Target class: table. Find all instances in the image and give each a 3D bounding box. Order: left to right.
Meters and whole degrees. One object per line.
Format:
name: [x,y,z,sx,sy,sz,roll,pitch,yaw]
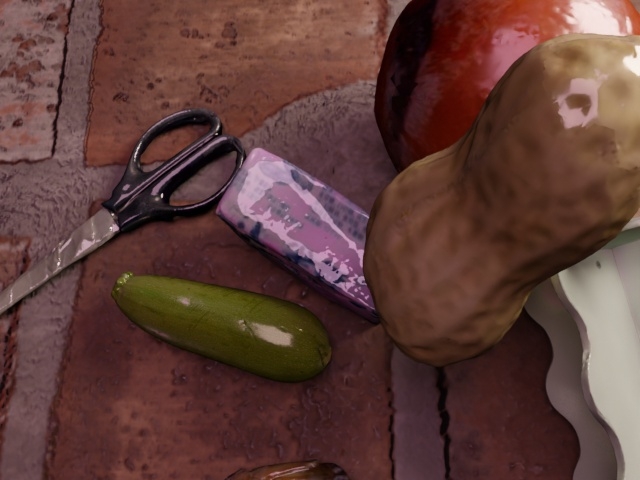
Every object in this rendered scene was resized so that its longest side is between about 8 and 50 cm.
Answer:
table: [0.229,0.095,0.507,0.167,0.166,0.198,-13,78,3]

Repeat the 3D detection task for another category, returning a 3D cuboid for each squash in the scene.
squash: [-0.085,0.066,0.604,0.201,0.066,0.066,16,74,16]

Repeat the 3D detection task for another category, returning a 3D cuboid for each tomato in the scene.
tomato: [0.137,-0.115,0.557,0.185,0.208,0.208,0,70,-11]

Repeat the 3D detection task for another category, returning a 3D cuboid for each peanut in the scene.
peanut: [0.102,-0.018,0.436,0.124,0.256,0.123,14,47,-16]

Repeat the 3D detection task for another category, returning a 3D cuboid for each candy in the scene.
candy: [0.000,0.000,0.599,0.160,0.092,0.073,32,83,15]

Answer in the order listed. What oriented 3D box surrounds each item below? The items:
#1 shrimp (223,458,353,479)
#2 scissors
shrimp: [0.031,0.248,0.530,0.296,0.058,0.169,-1,68,11]
scissors: [-0.202,-0.011,0.670,0.300,0.022,0.109,-39,66,-5]
